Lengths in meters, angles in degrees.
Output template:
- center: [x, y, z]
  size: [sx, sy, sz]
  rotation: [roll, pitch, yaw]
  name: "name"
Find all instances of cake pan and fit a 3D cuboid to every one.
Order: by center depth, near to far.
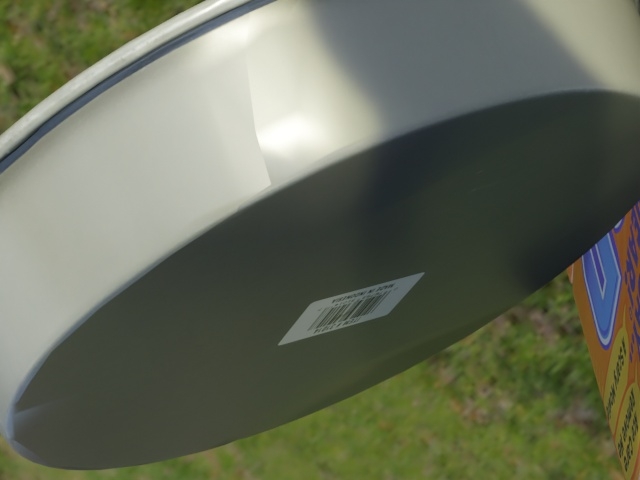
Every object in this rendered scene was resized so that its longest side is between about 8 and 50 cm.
- center: [0.000, 0.000, 0.538]
  size: [0.054, 0.293, 0.293]
  rotation: [64, 152, 19]
  name: "cake pan"

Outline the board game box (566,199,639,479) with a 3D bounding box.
- center: [0.323, -0.116, 0.826]
  size: [0.356, 0.357, 0.356]
  rotation: [-94, 0, -50]
  name: "board game box"
